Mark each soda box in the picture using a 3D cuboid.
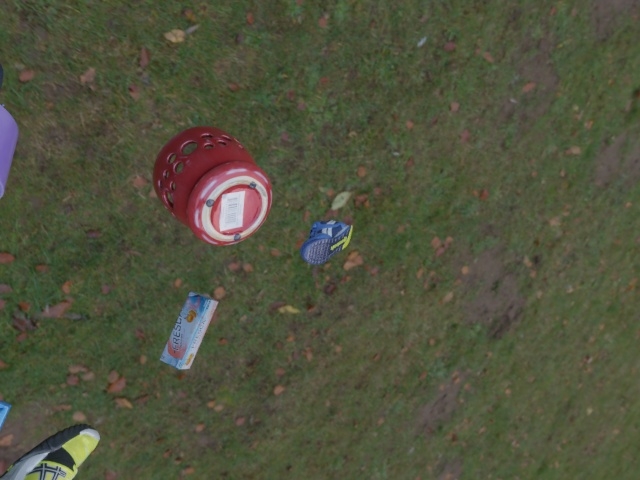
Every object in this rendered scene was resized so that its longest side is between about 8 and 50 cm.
[{"bbox_3d":[-0.319,0.219,1.461,0.183,0.058,0.063,-68,163,-5],"label":"soda box"}]

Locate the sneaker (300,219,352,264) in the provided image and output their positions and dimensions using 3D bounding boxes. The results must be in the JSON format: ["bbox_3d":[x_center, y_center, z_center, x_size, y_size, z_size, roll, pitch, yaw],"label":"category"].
[{"bbox_3d":[0.000,0.000,1.059,0.144,0.059,0.053,-26,138,-55],"label":"sneaker"}]

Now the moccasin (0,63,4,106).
[{"bbox_3d":[-0.675,-0.209,1.078,0.138,0.116,0.342,41,109,-16],"label":"moccasin"}]

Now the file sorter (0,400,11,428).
[{"bbox_3d":[-0.529,0.252,0.782,0.170,0.104,0.118,24,91,-6],"label":"file sorter"}]

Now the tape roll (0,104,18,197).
[{"bbox_3d":[-0.442,-0.110,0.657,0.189,0.189,0.080,28,58,-46],"label":"tape roll"}]

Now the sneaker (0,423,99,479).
[{"bbox_3d":[-0.566,0.504,1.169,0.145,0.147,0.385,-47,176,27],"label":"sneaker"}]

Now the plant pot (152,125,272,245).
[{"bbox_3d":[-0.192,-0.096,1.121,0.191,0.174,0.191,-23,133,-27],"label":"plant pot"}]
